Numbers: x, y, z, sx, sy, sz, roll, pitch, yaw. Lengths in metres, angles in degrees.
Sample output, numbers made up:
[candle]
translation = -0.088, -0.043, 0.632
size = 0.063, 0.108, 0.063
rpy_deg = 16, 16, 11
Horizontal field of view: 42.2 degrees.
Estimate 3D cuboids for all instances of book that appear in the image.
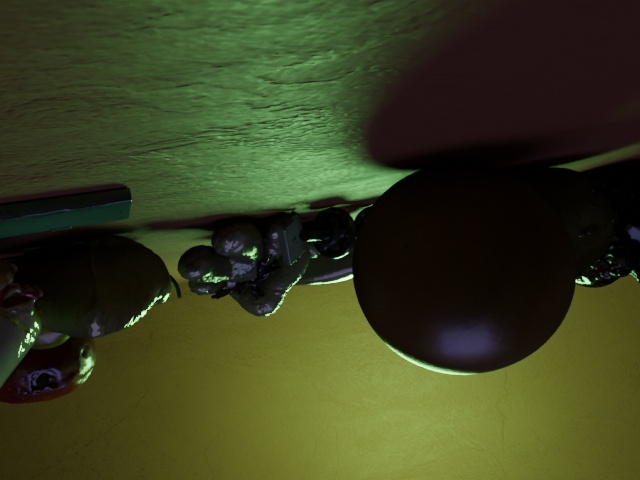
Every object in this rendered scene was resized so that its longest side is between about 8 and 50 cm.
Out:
[book]
translation = -0.249, -0.025, 0.786
size = 0.135, 0.017, 0.103
rpy_deg = -10, 174, -15

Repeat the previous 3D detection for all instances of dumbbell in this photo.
[dumbbell]
translation = 0.054, -0.015, 1.304
size = 0.082, 0.081, 0.254
rpy_deg = -13, 176, 38

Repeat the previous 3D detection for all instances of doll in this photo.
[doll]
translation = -0.114, 0.041, 1.289
size = 0.175, 0.149, 0.278
rpy_deg = -4, 172, 21

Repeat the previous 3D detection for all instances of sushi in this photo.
[sushi]
translation = 0.518, -0.018, 1.485
size = 0.215, 0.212, 0.227
rpy_deg = -7, 177, -44

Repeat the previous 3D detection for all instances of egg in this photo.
[egg]
translation = 0.180, 0.035, 1.003
size = 0.250, 0.250, 0.322
rpy_deg = -13, 168, 36

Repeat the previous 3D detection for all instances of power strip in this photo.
[power strip]
translation = -0.043, -0.003, 1.236
size = 0.016, 0.090, 0.040
rpy_deg = 27, -123, 28

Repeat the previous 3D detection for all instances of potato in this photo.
[potato]
translation = 0.279, -0.012, 1.228
size = 0.307, 0.173, 0.210
rpy_deg = -14, 177, 20

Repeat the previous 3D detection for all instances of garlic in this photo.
[garlic]
translation = -0.031, 0.028, 1.499
size = 0.318, 0.112, 0.143
rpy_deg = -13, -162, 18

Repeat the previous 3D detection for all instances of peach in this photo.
[peach]
translation = -0.573, 0.197, 1.602
size = 0.238, 0.281, 0.281
rpy_deg = -52, -174, -11

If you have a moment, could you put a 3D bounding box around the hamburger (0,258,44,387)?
[hamburger]
translation = -0.447, 0.086, 0.938
size = 0.227, 0.151, 0.295
rpy_deg = 21, 162, -35

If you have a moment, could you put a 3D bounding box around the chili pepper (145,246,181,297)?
[chili pepper]
translation = -0.299, 0.040, 1.269
size = 0.204, 0.073, 0.072
rpy_deg = 1, -163, 13

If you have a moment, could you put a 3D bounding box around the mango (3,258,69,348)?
[mango]
translation = -0.431, 0.086, 1.211
size = 0.195, 0.137, 0.098
rpy_deg = 13, 179, -6

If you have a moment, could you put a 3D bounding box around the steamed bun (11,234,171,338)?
[steamed bun]
translation = -0.304, 0.047, 1.108
size = 0.231, 0.110, 0.212
rpy_deg = 7, -167, 33
